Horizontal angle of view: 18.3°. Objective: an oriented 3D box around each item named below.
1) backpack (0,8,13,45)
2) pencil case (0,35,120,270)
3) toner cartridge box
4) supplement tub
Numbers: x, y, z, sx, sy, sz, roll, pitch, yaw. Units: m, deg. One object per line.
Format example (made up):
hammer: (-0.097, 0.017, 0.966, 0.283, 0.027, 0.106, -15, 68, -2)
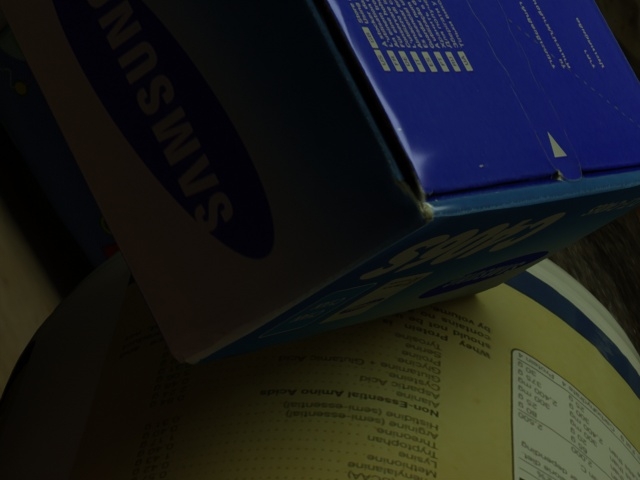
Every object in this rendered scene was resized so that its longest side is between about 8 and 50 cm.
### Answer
backpack: (-0.157, -0.122, 0.562, 0.188, 0.166, 0.144, 50, 25, -30)
pencil case: (-0.046, -0.023, 0.826, 0.306, 0.119, 0.133, 60, 21, -18)
toner cartridge box: (-0.043, -0.146, 0.505, 0.165, 0.075, 0.348, -10, 70, -60)
supplement tub: (-0.007, 0.151, 0.536, 0.228, 0.228, 0.316, 58, 20, -23)
